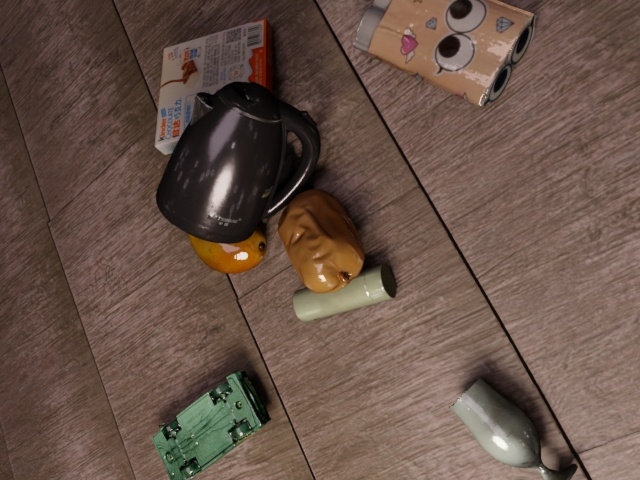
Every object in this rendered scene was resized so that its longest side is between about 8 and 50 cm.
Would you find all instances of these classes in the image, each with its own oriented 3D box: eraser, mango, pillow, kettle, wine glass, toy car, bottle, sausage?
[{"bbox_3d":[0.216,-0.372,0.994,0.290,0.087,0.171,34,103,25],"label":"eraser"},{"bbox_3d":[-0.227,-0.012,1.213,0.253,0.113,0.138,32,103,28],"label":"mango"},{"bbox_3d":[-0.095,-0.106,1.180,0.150,0.048,0.090,-35,70,21],"label":"pillow"},{"bbox_3d":[-0.143,-0.158,1.057,0.290,0.268,0.207,-60,30,28],"label":"kettle"},{"bbox_3d":[0.314,0.326,0.912,0.202,0.093,0.093,46,109,23],"label":"wine glass"},{"bbox_3d":[-0.246,0.416,1.217,0.321,0.097,0.141,-41,70,23],"label":"toy car"},{"bbox_3d":[0.045,0.106,1.081,0.202,0.072,0.072,-19,79,27],"label":"bottle"},{"bbox_3d":[-0.001,0.000,1.062,0.136,0.120,0.241,-40,47,20],"label":"sausage"}]

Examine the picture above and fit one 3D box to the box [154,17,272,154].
[{"bbox_3d":[-0.231,-0.337,1.197,0.265,0.048,0.273,-8,67,17],"label":"box"}]
